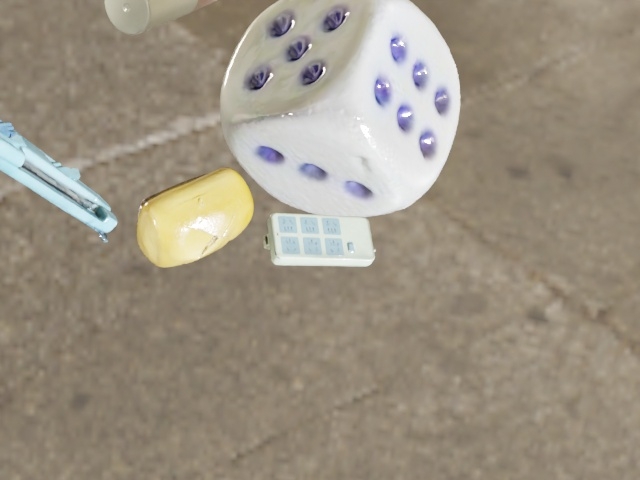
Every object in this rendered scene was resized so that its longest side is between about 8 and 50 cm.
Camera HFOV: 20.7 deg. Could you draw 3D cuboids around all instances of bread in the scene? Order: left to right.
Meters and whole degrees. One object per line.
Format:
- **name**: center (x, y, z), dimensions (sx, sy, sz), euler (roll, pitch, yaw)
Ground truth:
- **bread**: center (-0.112, -0.016, 1.620), dimensions (0.115, 0.082, 0.056), euler (-20, 49, -25)

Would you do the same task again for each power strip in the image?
- **power strip**: center (0.000, 0.000, 1.360), dimensions (0.090, 0.016, 0.040), euler (2, 63, -20)

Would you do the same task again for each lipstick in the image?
- **lipstick**: center (-0.153, -0.314, 2.104), dimensions (0.070, 0.070, 0.254), euler (25, 34, 24)

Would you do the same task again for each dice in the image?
- **dice**: center (0.022, -0.146, 1.844), dimensions (0.192, 0.193, 0.194), euler (-2, 54, 35)

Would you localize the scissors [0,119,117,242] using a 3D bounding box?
- **scissors**: center (-0.237, -0.075, 1.226), dimensions (0.032, 0.393, 0.180), euler (-41, 62, 5)
